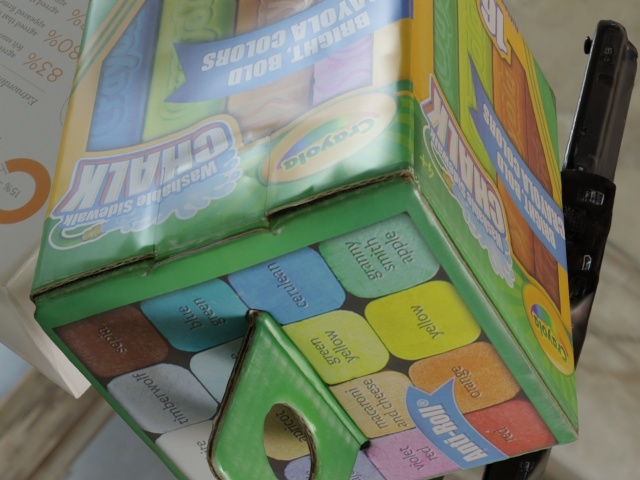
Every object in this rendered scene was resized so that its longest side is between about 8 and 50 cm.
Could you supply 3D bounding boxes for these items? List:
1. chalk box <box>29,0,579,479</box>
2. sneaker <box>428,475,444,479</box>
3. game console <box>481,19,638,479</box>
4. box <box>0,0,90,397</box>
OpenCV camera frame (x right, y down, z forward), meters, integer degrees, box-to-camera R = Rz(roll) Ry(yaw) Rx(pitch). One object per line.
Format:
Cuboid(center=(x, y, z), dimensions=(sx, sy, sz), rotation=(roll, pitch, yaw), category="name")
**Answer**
Cuboid(center=(0.000, 0.000, 0.781), dimensions=(0.179, 0.289, 0.180), rotation=(-18, -47, 20), category="chalk box")
Cuboid(center=(-0.017, 0.140, 1.044), dimensions=(0.081, 0.232, 0.090), rotation=(21, -67, 44), category="sneaker")
Cuboid(center=(0.162, 0.002, 1.168), dimensions=(0.044, 0.361, 0.213), rotation=(15, -45, 7), category="game console")
Cuboid(center=(-0.154, -0.101, 1.254), dimensions=(0.215, 0.345, 0.168), rotation=(32, -20, 27), category="box")
